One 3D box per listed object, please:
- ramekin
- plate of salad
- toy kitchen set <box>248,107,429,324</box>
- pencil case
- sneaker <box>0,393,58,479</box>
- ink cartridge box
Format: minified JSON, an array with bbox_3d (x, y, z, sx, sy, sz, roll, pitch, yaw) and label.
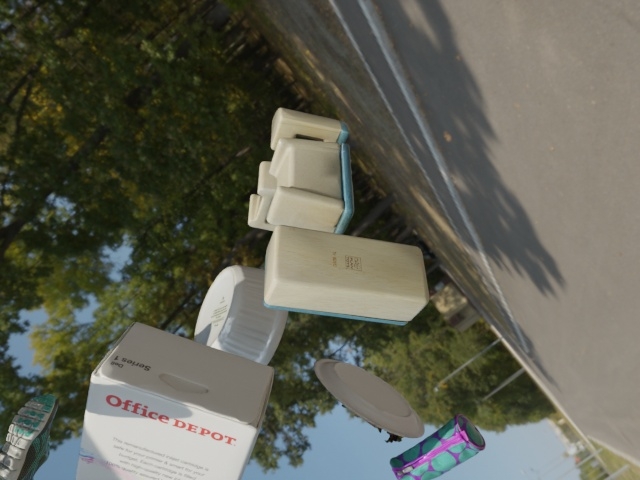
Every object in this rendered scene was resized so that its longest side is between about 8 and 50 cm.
[{"bbox_3d":[-0.194,0.181,1.241,0.127,0.272,0.273,24,-161,-25],"label":"ramekin"},{"bbox_3d":[0.072,0.253,0.835,0.200,0.048,0.200,30,-174,-3],"label":"plate of salad"},{"bbox_3d":[0.000,0.000,0.503,0.122,0.166,0.207,9,-127,-14],"label":"toy kitchen set"},{"bbox_3d":[0.183,0.339,0.836,0.070,0.152,0.064,17,-145,-53],"label":"pencil case"},{"bbox_3d":[-0.490,0.344,0.897,0.065,0.166,0.076,16,162,25],"label":"sneaker"},{"bbox_3d":[-0.197,0.271,0.698,0.202,0.278,0.117,19,-154,-2],"label":"ink cartridge box"}]
